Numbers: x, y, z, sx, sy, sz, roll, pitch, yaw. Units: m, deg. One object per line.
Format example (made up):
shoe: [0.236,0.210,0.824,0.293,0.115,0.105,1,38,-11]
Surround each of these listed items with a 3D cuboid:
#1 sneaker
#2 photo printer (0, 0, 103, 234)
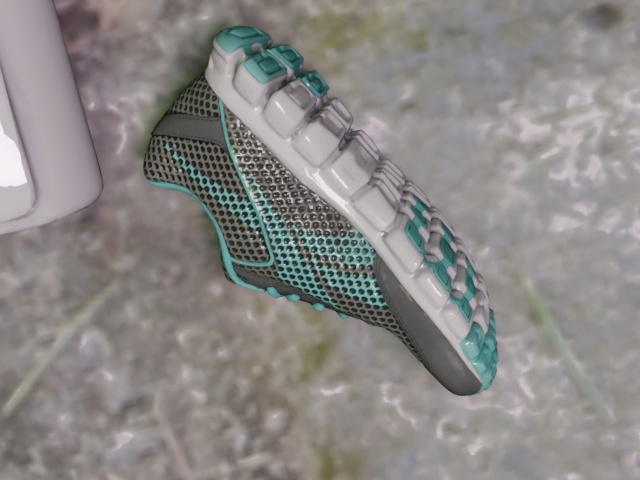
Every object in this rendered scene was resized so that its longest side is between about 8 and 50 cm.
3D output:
sneaker: [0.000,0.000,0.535,0.076,0.065,0.166,-39,95,22]
photo printer: [-0.236,-0.129,0.478,0.256,0.107,0.307,-15,99,4]
